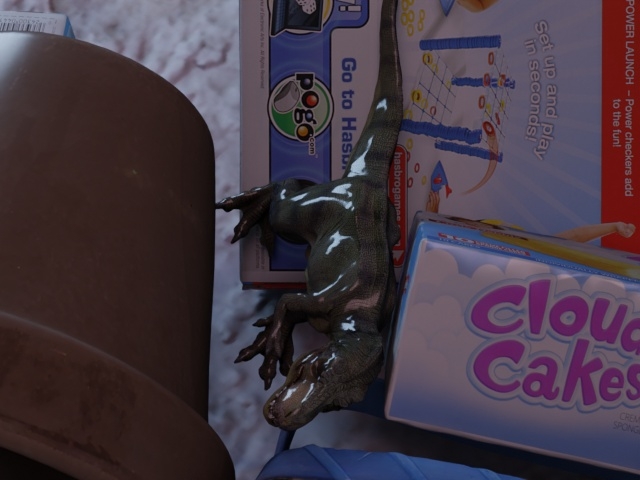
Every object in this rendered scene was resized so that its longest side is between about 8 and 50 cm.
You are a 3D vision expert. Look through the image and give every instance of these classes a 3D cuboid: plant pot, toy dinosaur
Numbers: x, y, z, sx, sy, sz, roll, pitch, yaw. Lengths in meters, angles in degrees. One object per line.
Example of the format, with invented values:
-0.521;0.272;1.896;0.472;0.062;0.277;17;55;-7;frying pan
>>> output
-0.150;0.029;0.937;0.263;0.263;0.229;10;63;10;plant pot
0.000;0.000;0.958;0.064;0.118;0.268;29;48;-25;toy dinosaur

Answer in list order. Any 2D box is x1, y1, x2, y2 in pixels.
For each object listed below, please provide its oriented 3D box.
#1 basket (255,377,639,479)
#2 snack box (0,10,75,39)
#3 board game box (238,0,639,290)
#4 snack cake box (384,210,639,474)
0.079;0.179;0.882;0.255;0.201;0.289;11;33;10;basket
-0.314;-0.052;1.133;0.322;0.060;0.187;4;57;6;snack box
0.109;-0.128;1.048;0.302;0.086;0.308;1;93;3;board game box
0.166;0.058;0.937;0.264;0.152;0.089;12;98;0;snack cake box
